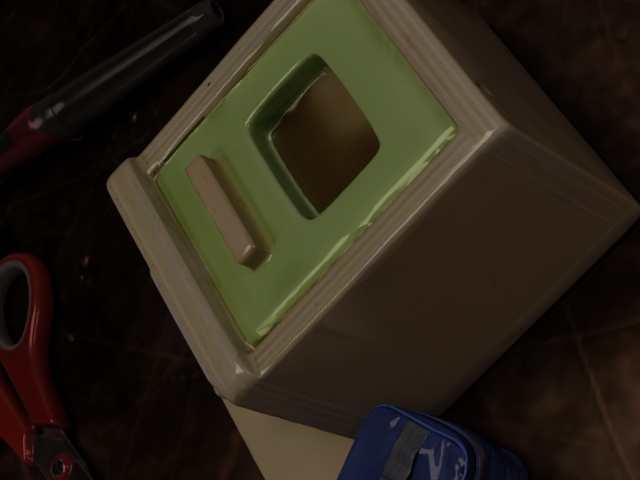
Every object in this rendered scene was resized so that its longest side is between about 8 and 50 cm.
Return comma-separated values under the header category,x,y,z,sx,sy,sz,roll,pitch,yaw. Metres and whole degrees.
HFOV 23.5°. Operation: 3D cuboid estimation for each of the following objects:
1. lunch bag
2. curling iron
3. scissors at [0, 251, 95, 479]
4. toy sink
category,x,y,z,sx,sy,sz,roll,pitch,yaw
lunch bag,0.039,0.126,0.691,0.067,0.065,0.098,23,89,42
curling iron,-0.161,-0.060,0.950,0.274,0.035,0.068,-37,74,19
scissors,-0.159,0.128,0.891,0.109,0.021,0.297,-44,53,16
toy sink,0.000,0.000,0.724,0.234,0.131,0.152,-46,50,18
